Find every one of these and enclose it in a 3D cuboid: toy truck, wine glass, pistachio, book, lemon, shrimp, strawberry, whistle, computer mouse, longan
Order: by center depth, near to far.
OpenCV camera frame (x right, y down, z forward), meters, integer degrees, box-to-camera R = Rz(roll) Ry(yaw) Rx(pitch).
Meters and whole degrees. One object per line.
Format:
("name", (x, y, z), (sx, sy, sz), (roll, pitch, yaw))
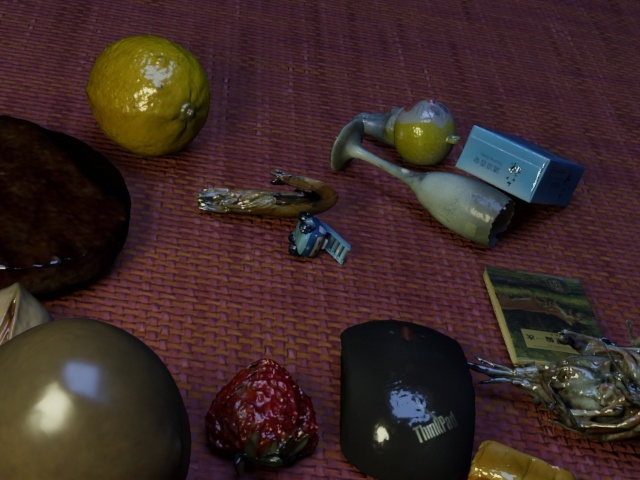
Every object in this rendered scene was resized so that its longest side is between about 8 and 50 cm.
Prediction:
("longan", (-0.249, 0.202, 1.270), (0.258, 0.258, 0.258), (9, 32, -6))
("pistachio", (-0.380, 0.121, 1.483), (0.113, 0.113, 0.149), (7, 38, -10))
("strawberry", (-0.064, 0.202, 1.495), (0.140, 0.085, 0.192), (26, 33, 24))
("computer mouse", (0.110, 0.189, 1.563), (0.170, 0.100, 0.269), (10, 32, -8))
("shrimp", (0.381, 0.176, 1.625), (0.372, 0.137, 0.172), (18, 70, 0))
("book", (0.336, 0.119, 1.824), (0.160, 0.024, 0.228), (9, 32, -11))
("toy truck", (0.000, 0.000, 1.864), (0.090, 0.056, 0.073), (20, 27, -12))
("shrimp", (-0.082, -0.066, 1.869), (0.219, 0.152, 0.046), (2, 76, -1))
("wine glass", (0.116, -0.039, 1.983), (0.309, 0.096, 0.264), (30, 59, 23))
("lemon", (-0.275, -0.233, 1.991), (0.192, 0.192, 0.231), (-19, 36, -40))
("whistle", (0.152, -0.204, 2.184), (0.223, 0.123, 0.123), (19, 29, 36))

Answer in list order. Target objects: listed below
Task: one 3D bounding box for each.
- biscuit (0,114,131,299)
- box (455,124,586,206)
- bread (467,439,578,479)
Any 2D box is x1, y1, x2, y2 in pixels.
("biscuit", (-0.469, -0.046, 1.730), (0.407, 0.091, 0.407), (11, 32, -7))
("box", (0.339, -0.123, 2.072), (0.142, 0.083, 0.232), (29, 14, 23))
("bread", (0.244, 0.293, 1.492), (0.132, 0.053, 0.074), (23, 33, 19))
